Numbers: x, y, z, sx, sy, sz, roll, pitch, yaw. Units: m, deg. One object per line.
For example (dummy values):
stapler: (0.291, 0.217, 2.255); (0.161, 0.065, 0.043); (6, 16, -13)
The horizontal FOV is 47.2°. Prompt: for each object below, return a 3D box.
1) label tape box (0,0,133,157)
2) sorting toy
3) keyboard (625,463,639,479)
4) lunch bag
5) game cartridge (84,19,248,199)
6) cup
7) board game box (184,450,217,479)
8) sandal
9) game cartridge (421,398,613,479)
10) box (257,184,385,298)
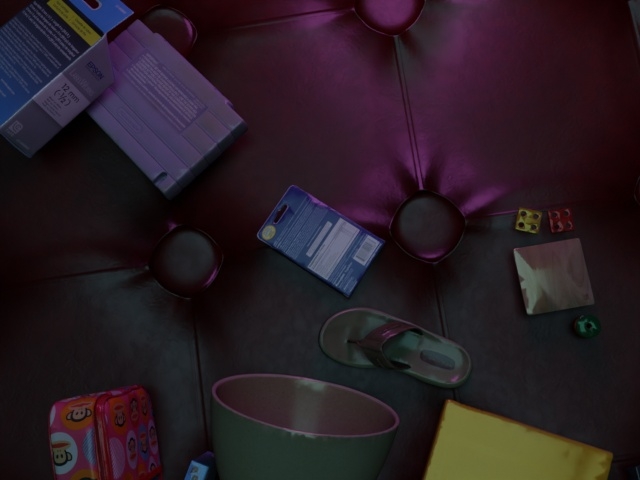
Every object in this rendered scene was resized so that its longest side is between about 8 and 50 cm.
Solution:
label tape box: (-0.546, -0.372, 1.496); (0.348, 0.115, 0.249); (-43, 58, -7)
sorting toy: (0.451, 0.065, 1.441); (0.132, 0.046, 0.274); (-10, 80, 1)
keyboard: (0.620, 0.566, 1.328); (0.202, 0.033, 0.317); (-9, 78, -12)
lunch bag: (-0.370, 0.395, 1.291); (0.120, 0.293, 0.258); (-9, 83, 2)
game cartridge: (-0.342, -0.278, 1.520); (0.230, 0.068, 0.355); (-42, 72, -9)
cup: (-0.044, 0.394, 1.281); (0.331, 0.331, 0.236); (9, 93, 4)
board game box: (-0.244, 0.498, 1.332); (0.039, 0.160, 0.211); (19, 81, 5)
sandal: (0.147, 0.201, 1.408); (0.303, 0.086, 0.120); (13, 80, 5)
game cartridge: (0.350, 0.482, 1.370); (0.324, 0.052, 0.285); (17, 81, 8)
box: (0.000, 0.000, 1.478); (0.225, 0.036, 0.136); (33, 82, 7)
